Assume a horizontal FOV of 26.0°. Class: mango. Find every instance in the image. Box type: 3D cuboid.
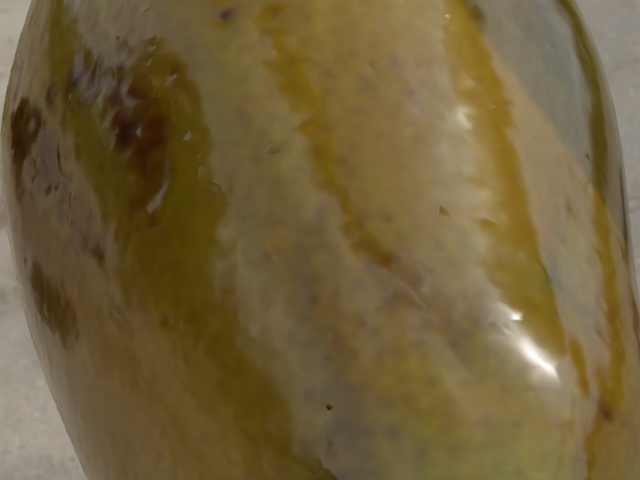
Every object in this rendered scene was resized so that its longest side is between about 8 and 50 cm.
[{"bbox_3d":[0.000,0.000,0.525,0.221,0.264,0.378,13,37,-30],"label":"mango"}]
